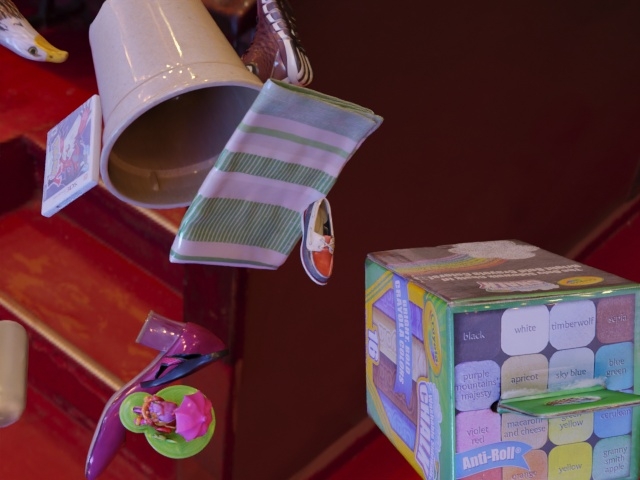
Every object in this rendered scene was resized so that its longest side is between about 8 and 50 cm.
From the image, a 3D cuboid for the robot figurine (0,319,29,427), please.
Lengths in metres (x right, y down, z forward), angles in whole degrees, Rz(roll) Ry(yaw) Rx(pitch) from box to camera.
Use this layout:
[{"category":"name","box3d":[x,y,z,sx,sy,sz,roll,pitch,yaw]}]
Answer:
[{"category":"robot figurine","box3d":[-0.401,0.098,0.734,0.300,0.199,0.353,15,28,-32]}]

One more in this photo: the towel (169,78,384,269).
[{"category":"towel","box3d":[-0.070,-0.084,1.302,0.248,0.324,0.038,6,38,-47]}]

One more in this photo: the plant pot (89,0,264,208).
[{"category":"plant pot","box3d":[-0.265,-0.276,1.515,0.334,0.333,0.305,-13,62,-24]}]

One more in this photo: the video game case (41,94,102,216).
[{"category":"video game case","box3d":[-0.501,-0.170,1.725,0.023,0.183,0.201,21,54,-42]}]

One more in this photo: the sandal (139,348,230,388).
[{"category":"sandal","box3d":[-0.211,0.188,1.317,0.067,0.179,0.040,-11,76,-56]}]

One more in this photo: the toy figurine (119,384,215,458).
[{"category":"toy figurine","box3d":[-0.251,0.296,1.465,0.173,0.159,0.130,17,68,-12]}]

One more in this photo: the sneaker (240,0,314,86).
[{"category":"sneaker","box3d":[-0.126,-0.391,1.689,0.163,0.106,0.281,-28,57,18]}]

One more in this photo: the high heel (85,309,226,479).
[{"category":"high heel","box3d":[-0.348,0.344,1.783,0.181,0.377,0.127,25,-1,-10]}]

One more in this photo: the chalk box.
[{"category":"chalk box","box3d":[0.121,0.085,0.554,0.132,0.132,0.213,-4,11,-13]}]

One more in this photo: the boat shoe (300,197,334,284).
[{"category":"boat shoe","box3d":[0.000,0.000,1.261,0.049,0.043,0.137,20,49,-33]}]

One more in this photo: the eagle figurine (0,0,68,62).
[{"category":"eagle figurine","box3d":[-0.362,-0.202,0.844,0.225,0.298,0.226,36,17,24]}]
